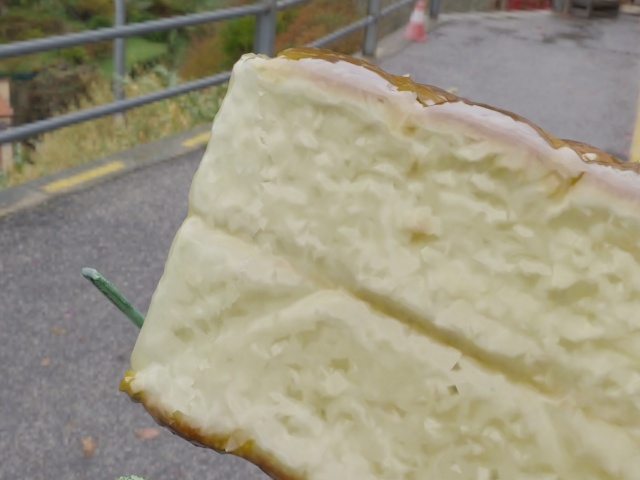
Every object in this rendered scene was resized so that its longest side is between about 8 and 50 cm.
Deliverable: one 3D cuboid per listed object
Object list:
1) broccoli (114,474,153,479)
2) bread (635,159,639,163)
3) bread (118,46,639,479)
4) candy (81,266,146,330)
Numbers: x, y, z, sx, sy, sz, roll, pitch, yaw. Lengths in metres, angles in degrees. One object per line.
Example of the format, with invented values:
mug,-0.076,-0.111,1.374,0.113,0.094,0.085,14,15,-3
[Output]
broccoli,-0.331,0.507,1.516,0.254,0.302,0.186,44,27,-3
bread,0.330,0.038,0.986,0.176,0.246,0.195,-21,70,-50
bread,0.092,0.037,0.525,0.279,0.207,0.279,25,12,22
candy,-0.157,0.094,0.915,0.092,0.335,0.093,-26,62,-2
